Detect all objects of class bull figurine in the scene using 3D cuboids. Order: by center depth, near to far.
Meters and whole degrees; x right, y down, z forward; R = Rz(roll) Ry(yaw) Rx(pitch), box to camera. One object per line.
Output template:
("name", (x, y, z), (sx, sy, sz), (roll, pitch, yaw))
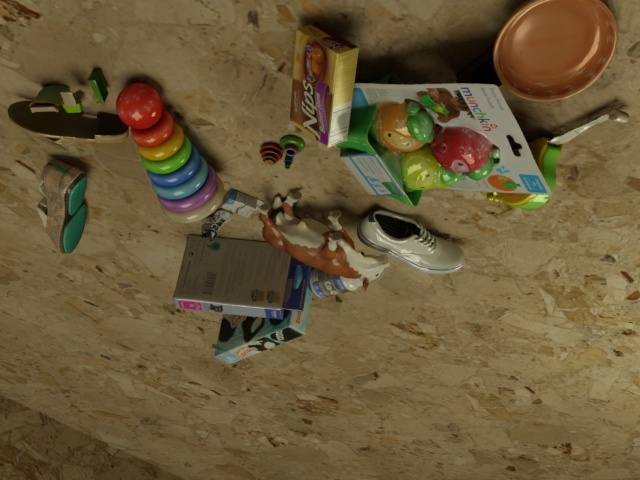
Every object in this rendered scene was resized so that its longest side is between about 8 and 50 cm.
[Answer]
("bull figurine", (0.000, 0.000, 2.048), (0.310, 0.101, 0.188), (19, 148, 19))

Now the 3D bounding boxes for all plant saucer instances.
("plant saucer", (0.374, -0.316, 1.492), (0.200, 0.037, 0.200), (-3, 132, -3))

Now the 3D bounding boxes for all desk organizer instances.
("desk organizer", (0.289, -0.289, 1.595), (0.047, 0.050, 0.130), (23, 146, -23))

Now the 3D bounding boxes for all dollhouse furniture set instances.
("dollhouse furniture set", (-0.491, -0.290, 1.785), (0.152, 0.076, 0.058), (0, 135, 12))

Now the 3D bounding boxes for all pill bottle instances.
("pill bottle", (0.049, 0.090, 2.261), (0.137, 0.078, 0.078), (-16, 141, 36))

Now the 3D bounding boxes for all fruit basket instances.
("fruit basket", (0.202, -0.167, 1.666), (0.353, 0.165, 0.327), (12, 156, 36))

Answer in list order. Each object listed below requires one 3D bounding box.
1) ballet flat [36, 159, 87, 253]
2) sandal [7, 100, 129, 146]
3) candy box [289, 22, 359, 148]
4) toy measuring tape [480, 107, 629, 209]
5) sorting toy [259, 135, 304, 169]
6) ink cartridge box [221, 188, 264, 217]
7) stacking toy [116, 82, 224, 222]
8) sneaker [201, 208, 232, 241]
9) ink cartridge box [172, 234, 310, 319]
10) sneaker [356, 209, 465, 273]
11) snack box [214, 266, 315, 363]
("ballet flat", (-0.600, -0.085, 2.143), (0.106, 0.107, 0.316), (31, 143, 3))
("sandal", (-0.511, -0.218, 1.888), (0.240, 0.088, 0.079), (7, 144, -6))
("candy box", (0.003, -0.266, 1.600), (0.109, 0.053, 0.186), (39, 137, 33))
("toy measuring tape", (0.434, -0.135, 1.739), (0.121, 0.121, 0.330), (31, 144, -32))
("sorting toy", (-0.077, -0.174, 1.891), (0.102, 0.042, 0.061), (-14, 142, 33))
("ink cartridge box", (-0.175, -0.080, 2.085), (0.083, 0.028, 0.048), (21, 148, -20))
("stacking toy", (-0.311, -0.187, 1.870), (0.141, 0.141, 0.330), (-2, 140, 18))
("sneaker", (-0.242, -0.029, 2.148), (0.038, 0.069, 0.098), (29, 144, -31))
("ink cartridge box", (-0.180, 0.088, 2.212), (0.311, 0.185, 0.065), (4, 146, 7))
("sneaker", (0.210, 0.005, 2.061), (0.258, 0.094, 0.091), (17, 153, -11))
("snack box", (-0.144, 0.186, 2.364), (0.060, 0.187, 0.322), (29, 143, -30))
